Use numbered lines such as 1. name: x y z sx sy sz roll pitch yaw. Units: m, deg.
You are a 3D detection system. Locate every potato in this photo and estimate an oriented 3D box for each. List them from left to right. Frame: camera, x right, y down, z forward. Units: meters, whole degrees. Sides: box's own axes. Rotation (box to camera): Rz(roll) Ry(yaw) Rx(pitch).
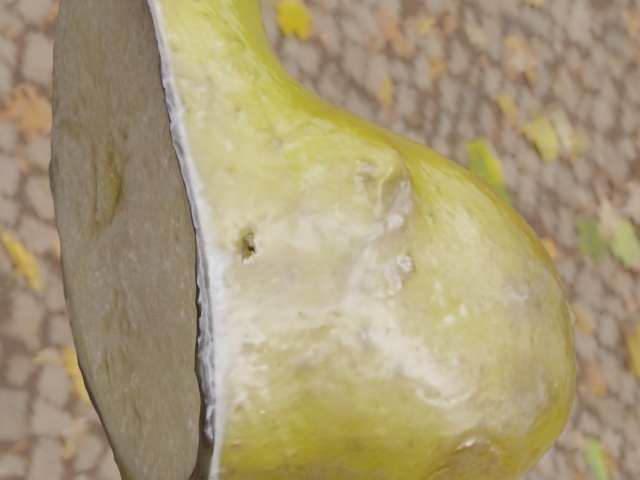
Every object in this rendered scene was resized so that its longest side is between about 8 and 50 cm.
1. potato: 0.000 0.000 1.270 0.296 0.290 0.397 -3 64 -23
